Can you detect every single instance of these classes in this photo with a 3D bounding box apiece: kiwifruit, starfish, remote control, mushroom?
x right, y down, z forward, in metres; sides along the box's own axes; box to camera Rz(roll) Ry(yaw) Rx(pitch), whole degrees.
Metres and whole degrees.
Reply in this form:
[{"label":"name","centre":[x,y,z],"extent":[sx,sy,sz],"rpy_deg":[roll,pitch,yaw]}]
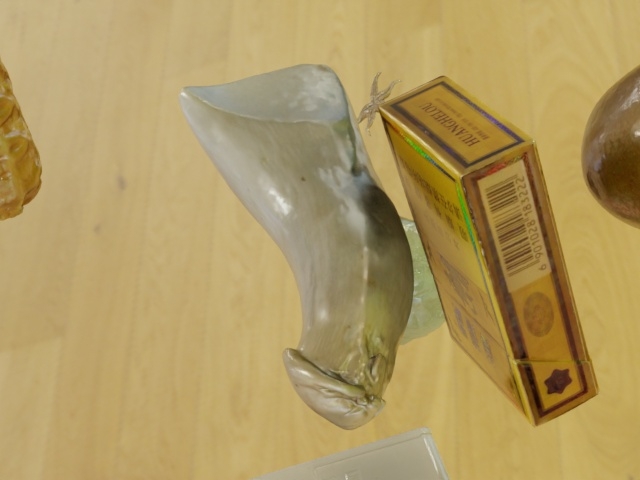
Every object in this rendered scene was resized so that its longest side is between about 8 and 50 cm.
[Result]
[{"label":"kiwifruit","centre":[0.374,-0.102,1.397],"extent":[0.234,0.196,0.196],"rpy_deg":[-34,40,45]},{"label":"starfish","centre":[0.069,-0.177,1.784],"extent":[0.086,0.016,0.092],"rpy_deg":[-23,53,45]},{"label":"remote control","centre":[0.006,0.295,1.516],"extent":[0.277,0.055,0.103],"rpy_deg":[-16,43,-4]},{"label":"mushroom","centre":[0.000,0.001,1.357],"extent":[0.177,0.126,0.397],"rpy_deg":[-11,56,-23]}]

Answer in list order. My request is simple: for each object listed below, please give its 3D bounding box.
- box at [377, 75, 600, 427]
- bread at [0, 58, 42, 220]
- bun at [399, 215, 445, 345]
[{"label":"box","centre":[0.165,0.010,1.346],"extent":[0.084,0.301,0.193],"rpy_deg":[-25,31,-9]},{"label":"bread","centre":[-0.178,-0.081,0.669],"extent":[0.052,0.157,0.044],"rpy_deg":[-24,26,-20]},{"label":"bun","centre":[0.075,0.050,1.741],"extent":[0.195,0.195,0.118],"rpy_deg":[12,46,38]}]
